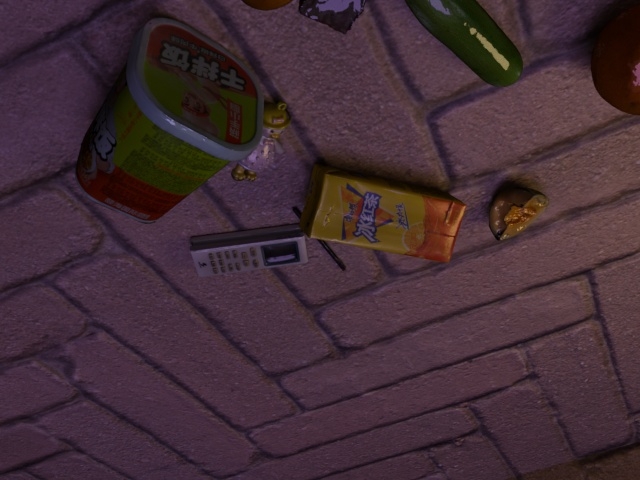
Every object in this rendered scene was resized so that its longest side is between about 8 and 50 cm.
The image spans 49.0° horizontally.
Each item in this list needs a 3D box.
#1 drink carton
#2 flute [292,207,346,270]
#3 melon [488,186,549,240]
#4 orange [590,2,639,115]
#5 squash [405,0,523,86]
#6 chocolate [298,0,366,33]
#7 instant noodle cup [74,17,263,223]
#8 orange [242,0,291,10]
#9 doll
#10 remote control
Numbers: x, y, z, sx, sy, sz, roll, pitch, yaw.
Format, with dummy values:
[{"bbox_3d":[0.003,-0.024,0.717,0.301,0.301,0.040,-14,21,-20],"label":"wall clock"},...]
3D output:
[{"bbox_3d":[0.141,-0.061,1.599,0.351,0.111,0.155,10,104,-18],"label":"drink carton"},{"bbox_3d":[0.000,0.000,1.750,0.014,0.014,0.269,-24,135,16],"label":"flute"},{"bbox_3d":[0.479,-0.080,1.698,0.128,0.079,0.160,-4,140,-31],"label":"melon"},{"bbox_3d":[0.629,-0.352,1.354,0.223,0.170,0.224,-10,121,-16],"label":"orange"},{"bbox_3d":[0.258,-0.401,1.297,0.101,0.101,0.378,-37,129,28],"label":"squash"},{"bbox_3d":[0.076,-0.507,1.149,0.111,0.112,0.321,18,133,-23],"label":"chocolate"},{"bbox_3d":[-0.300,-0.204,1.324,0.293,0.294,0.307,26,135,-31],"label":"instant noodle cup"},{"bbox_3d":[-0.086,-0.456,1.152,0.134,0.154,0.154,47,122,1],"label":"orange"},{"bbox_3d":[-0.122,-0.208,1.460,0.129,0.081,0.207,1,138,-38],"label":"doll"},{"bbox_3d":[-0.172,0.027,1.721,0.277,0.056,0.103,-7,138,0],"label":"remote control"}]
